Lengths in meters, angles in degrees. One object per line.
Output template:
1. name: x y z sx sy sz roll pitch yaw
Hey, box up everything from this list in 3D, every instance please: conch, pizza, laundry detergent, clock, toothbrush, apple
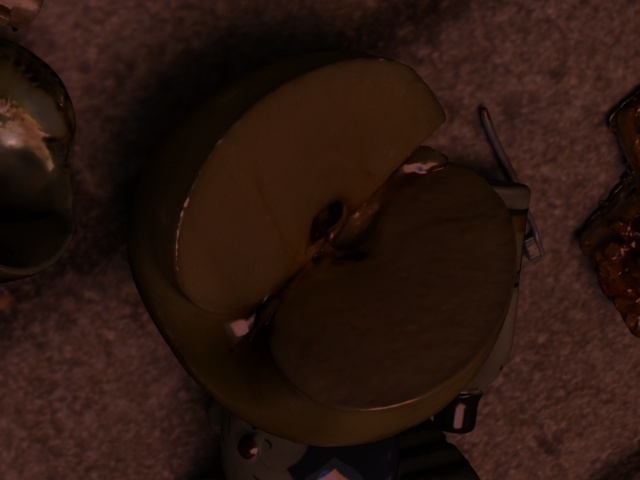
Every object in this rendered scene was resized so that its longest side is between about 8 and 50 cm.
1. conch: -0.243 -0.052 1.335 0.181 0.187 0.124 -33 175 -41
2. pizza: 0.333 -0.042 1.746 0.161 0.085 0.305 -2 120 -30
3. laundry detergent: 0.129 0.058 1.653 0.099 0.070 0.225 -1 101 -42
4. clock: -0.027 0.203 1.617 0.146 0.199 0.243 -21 153 -33
5. toothbrush: 0.172 -0.049 1.689 0.019 0.013 0.193 -27 132 -2
6. apple: -0.006 0.009 1.463 0.295 0.233 0.258 47 59 -10

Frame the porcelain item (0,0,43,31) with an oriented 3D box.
1. porcelain item: -0.288 -0.205 1.266 0.213 0.084 0.054 16 138 -37

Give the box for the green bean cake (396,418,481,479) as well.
1. green bean cake: 0.063 0.247 1.709 0.094 0.183 0.185 -4 123 -28
